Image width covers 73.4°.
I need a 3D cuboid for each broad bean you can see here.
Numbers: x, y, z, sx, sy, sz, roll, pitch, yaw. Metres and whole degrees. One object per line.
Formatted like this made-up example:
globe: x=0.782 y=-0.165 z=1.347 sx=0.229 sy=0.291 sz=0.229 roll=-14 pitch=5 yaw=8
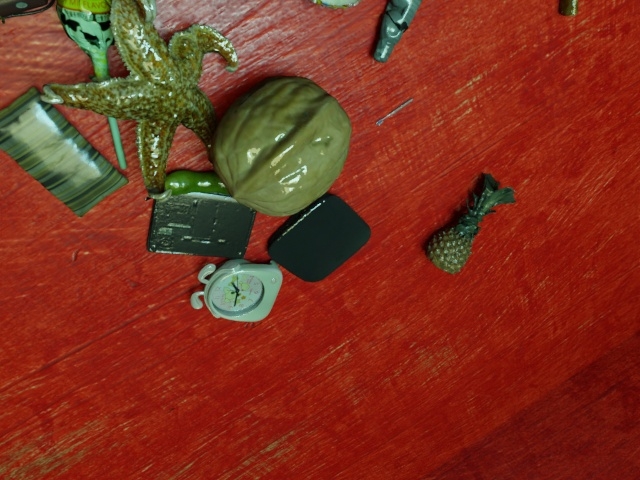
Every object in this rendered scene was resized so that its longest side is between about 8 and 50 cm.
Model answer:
broad bean: x=-0.191 y=-0.113 z=0.835 sx=0.256 sy=0.053 sz=0.052 roll=-6 pitch=123 yaw=-26

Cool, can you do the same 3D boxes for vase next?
vase: x=0.151 y=-0.433 z=0.789 sx=0.060 sy=0.060 sz=0.211 roll=10 pitch=117 yaw=-31

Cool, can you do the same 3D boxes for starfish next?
starfish: x=-0.247 y=-0.210 z=0.662 sx=0.312 sy=0.113 sz=0.303 roll=-12 pitch=123 yaw=-54

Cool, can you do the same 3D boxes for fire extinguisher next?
fire extinguisher: x=-0.425 y=-0.329 z=0.589 sx=0.132 sy=0.039 sz=0.056 roll=-24 pitch=161 yaw=-11

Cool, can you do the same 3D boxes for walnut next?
walnut: x=-0.067 y=-0.163 z=0.751 sx=0.261 sy=0.225 sz=0.225 roll=-53 pitch=134 yaw=-24

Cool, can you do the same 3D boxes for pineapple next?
pineapple: x=0.398 y=-0.041 z=1.134 sx=0.130 sy=0.119 sz=0.277 roll=29 pitch=104 yaw=-17

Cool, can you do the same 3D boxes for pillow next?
pillow: x=-0.433 y=-0.138 z=0.712 sx=0.113 sy=0.038 sz=0.203 roll=-37 pitch=130 yaw=-4

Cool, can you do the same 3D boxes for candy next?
candy: x=-0.337 y=-0.248 z=0.677 sx=0.083 sy=0.091 sz=0.305 roll=4 pitch=133 yaw=-5

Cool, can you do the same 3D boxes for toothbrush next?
toothbrush: x=0.161 y=-0.278 z=0.928 sx=0.097 sy=0.008 sz=0.006 roll=-36 pitch=143 yaw=-2

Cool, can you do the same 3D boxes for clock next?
clock: x=-0.191 y=0.108 z=0.974 sx=0.191 sy=0.062 sz=0.151 roll=10 pitch=116 yaw=-30

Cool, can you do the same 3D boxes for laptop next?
laptop: x=-0.238 y=-0.035 z=0.881 sx=0.207 sy=0.026 sz=0.153 roll=6 pitch=118 yaw=-29

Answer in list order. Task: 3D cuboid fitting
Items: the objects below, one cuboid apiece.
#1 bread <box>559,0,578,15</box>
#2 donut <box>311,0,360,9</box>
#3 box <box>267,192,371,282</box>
bread: x=0.541 y=-0.530 z=0.927 sx=0.036 sy=0.047 sz=0.083 roll=-3 pitch=126 yaw=12
donut: x=0.024 y=-0.470 z=0.697 sx=0.175 sy=0.068 sz=0.174 roll=-12 pitch=123 yaw=-19
box: x=0.000 y=0.000 z=1.010 sx=0.212 sy=0.042 sz=0.201 roll=-44 pitch=129 yaw=7
